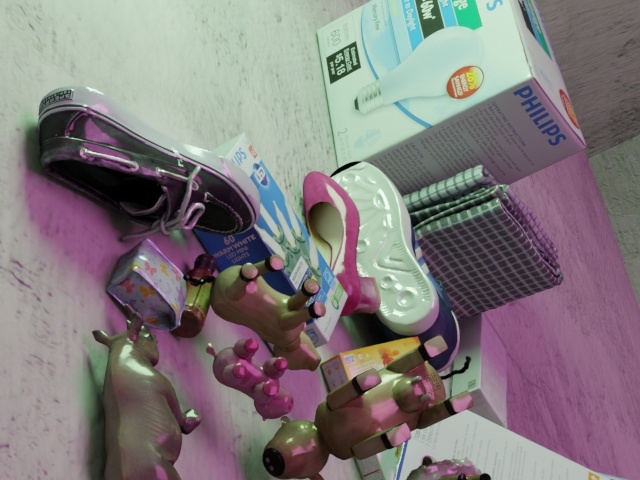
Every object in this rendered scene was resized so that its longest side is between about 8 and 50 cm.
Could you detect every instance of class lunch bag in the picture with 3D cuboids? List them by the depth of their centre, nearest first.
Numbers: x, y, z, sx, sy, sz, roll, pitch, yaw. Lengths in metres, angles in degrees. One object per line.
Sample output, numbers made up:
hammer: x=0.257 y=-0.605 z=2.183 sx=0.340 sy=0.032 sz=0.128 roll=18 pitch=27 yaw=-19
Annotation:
lunch bag: x=-0.178 y=0.052 z=1.340 sx=0.083 sy=0.053 sz=0.071 roll=45 pitch=24 yaw=-20

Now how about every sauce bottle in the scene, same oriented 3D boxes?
sauce bottle: x=-0.140 y=0.059 z=1.433 sx=0.042 sy=0.042 sz=0.128 roll=56 pitch=24 yaw=-21

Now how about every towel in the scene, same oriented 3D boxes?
towel: x=0.251 y=0.017 z=2.142 sx=0.283 sy=0.235 sz=0.121 roll=43 pitch=35 yaw=-43

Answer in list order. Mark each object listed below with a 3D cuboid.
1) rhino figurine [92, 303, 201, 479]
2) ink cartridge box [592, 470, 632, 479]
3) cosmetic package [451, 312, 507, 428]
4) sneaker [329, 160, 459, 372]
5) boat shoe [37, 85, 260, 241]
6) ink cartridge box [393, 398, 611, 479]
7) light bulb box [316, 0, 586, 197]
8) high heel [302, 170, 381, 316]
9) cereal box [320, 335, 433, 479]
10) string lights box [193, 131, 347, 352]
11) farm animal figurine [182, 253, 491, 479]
rhino figurine: x=-0.168 y=0.161 z=1.211 sx=0.106 sy=0.073 sz=0.243 roll=42 pitch=29 yaw=-51
ink cartridge box: x=0.404 y=0.549 z=1.759 sx=0.151 sy=0.270 sz=0.395 roll=13 pitch=25 yaw=-5
cosmetic package: x=0.276 y=0.228 z=2.196 sx=0.099 sy=0.060 sz=0.239 roll=54 pitch=23 yaw=-20
sneaker: x=0.113 y=0.059 z=1.958 sx=0.323 sy=0.130 sz=0.236 roll=65 pitch=2 yaw=34
boat shoe: x=-0.178 y=-0.056 z=1.381 sx=0.306 sy=0.113 sz=0.105 roll=35 pitch=41 yaw=-47
ink cartridge box: x=0.223 y=0.371 z=1.641 sx=0.307 sy=0.072 sz=0.304 roll=25 pitch=42 yaw=-4
light bulb box: x=0.217 y=-0.265 z=2.201 sx=0.225 sy=0.361 sz=0.358 roll=42 pitch=30 yaw=-45
high heel: x=0.000 y=0.000 z=1.812 sx=0.117 sy=0.082 sz=0.244 roll=7 pitch=58 yaw=-46
cereal box: x=0.109 y=0.258 z=1.722 sx=0.173 sy=0.047 sz=0.240 roll=-8 pitch=71 yaw=-48
string lights box: x=-0.074 y=0.009 z=1.598 sx=0.260 sy=0.076 sz=0.133 roll=58 pitch=23 yaw=-16
farm animal figurine: x=0.012 y=0.183 z=1.411 sx=0.326 sy=0.172 sz=0.330 roll=-2 pitch=71 yaw=-29
